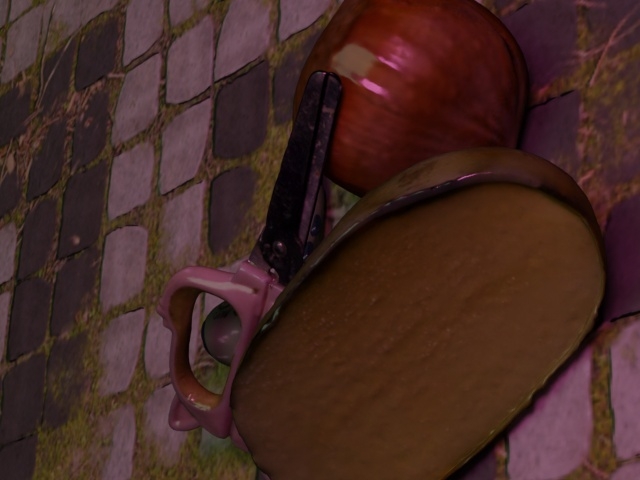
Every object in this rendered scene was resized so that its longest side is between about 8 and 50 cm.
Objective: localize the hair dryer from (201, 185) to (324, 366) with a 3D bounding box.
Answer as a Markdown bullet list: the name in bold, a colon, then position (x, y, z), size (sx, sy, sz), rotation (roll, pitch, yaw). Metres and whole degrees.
- **hair dryer**: position (0.010, 0.009, 1.146), size (0.167, 0.067, 0.199), rotation (9, 67, 46)

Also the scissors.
- **scissors**: position (-0.029, 0.025, 1.066), size (0.160, 0.024, 0.318), rotation (28, 125, 17)

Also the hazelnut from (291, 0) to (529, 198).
- **hazelnut**: position (0.061, -0.094, 1.050), size (0.150, 0.150, 0.150), rotation (-28, 53, 45)

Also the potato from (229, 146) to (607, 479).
- **potato**: position (0.056, 0.040, 0.984), size (0.272, 0.160, 0.111), rotation (-51, 15, 27)
